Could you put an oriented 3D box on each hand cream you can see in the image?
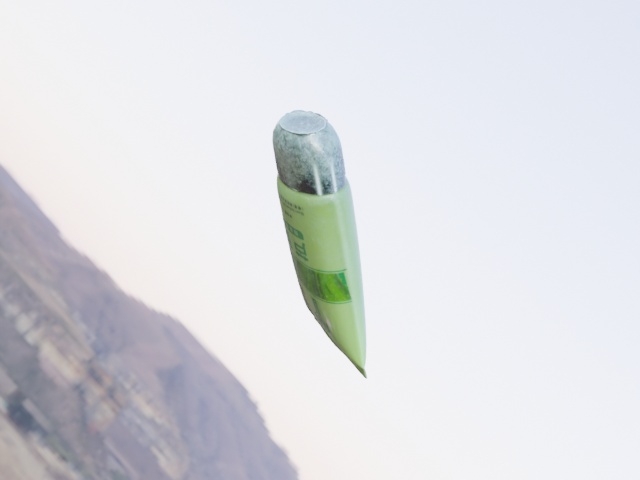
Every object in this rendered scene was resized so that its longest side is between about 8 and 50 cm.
[{"bbox_3d":[0.000,0.000,0.793,0.095,0.046,0.175,-137,-145,-57],"label":"hand cream"}]
